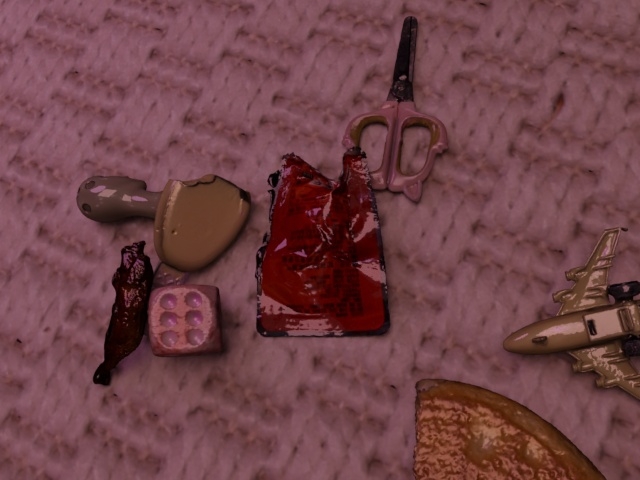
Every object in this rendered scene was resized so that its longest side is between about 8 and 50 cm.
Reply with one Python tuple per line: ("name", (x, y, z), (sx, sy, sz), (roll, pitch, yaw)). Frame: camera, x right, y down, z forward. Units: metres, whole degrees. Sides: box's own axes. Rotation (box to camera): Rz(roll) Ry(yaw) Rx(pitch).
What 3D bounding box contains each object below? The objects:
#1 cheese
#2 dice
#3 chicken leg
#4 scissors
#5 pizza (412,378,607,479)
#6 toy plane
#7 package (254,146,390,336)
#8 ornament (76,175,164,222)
("cheese", (-0.204, 0.017, 1.037), (0.255, 0.127, 0.050), (-61, 26, -4))
("dice", (-0.181, 0.110, 0.981), (0.094, 0.091, 0.093), (-5, 79, -3))
("chicken leg", (-0.267, 0.105, 0.989), (0.089, 0.048, 0.219), (24, 103, 59))
("scissors", (0.121, -0.206, 1.093), (0.160, 0.024, 0.317), (5, 70, 15))
("pizza", (0.240, 0.289, 0.840), (0.269, 0.087, 0.257), (0, 64, 10))
("toy plane", (0.348, 0.103, 0.890), (0.245, 0.092, 0.228), (-13, 81, 3))
("package", (0.000, 0.000, 1.014), (0.194, 0.071, 0.269), (-5, 71, 25))
("ornament", (-0.291, -0.062, 1.094), (0.156, 0.074, 0.081), (6, 64, 15))
